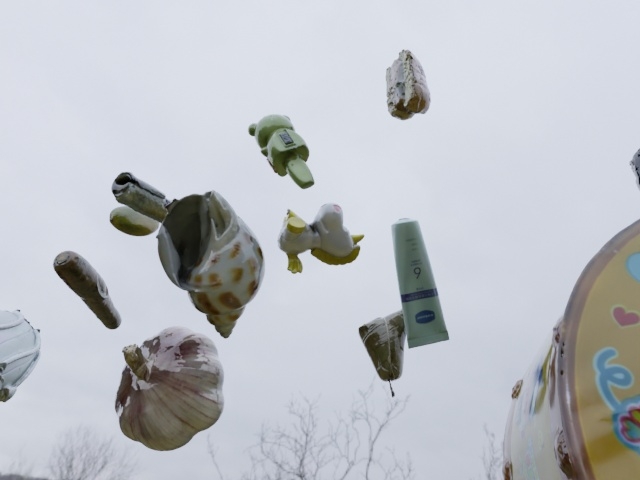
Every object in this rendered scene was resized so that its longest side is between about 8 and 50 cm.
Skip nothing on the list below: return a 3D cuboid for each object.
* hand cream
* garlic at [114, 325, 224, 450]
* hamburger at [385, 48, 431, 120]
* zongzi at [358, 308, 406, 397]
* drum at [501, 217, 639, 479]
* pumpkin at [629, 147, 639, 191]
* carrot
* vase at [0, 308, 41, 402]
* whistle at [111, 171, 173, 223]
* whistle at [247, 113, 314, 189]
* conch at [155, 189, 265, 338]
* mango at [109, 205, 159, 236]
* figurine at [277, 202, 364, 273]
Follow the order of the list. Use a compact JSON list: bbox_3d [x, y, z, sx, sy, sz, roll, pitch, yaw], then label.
[{"bbox_3d":[0.240,0.101,1.064,0.109,0.321,0.067,-10,-3,-9],"label":"hand cream"},{"bbox_3d":[-0.316,0.268,0.826,0.244,0.245,0.253,-6,-36,13],"label":"garlic"},{"bbox_3d":[0.278,-0.468,1.299,0.130,0.262,0.124,21,-37,-21],"label":"hamburger"},{"bbox_3d":[0.207,0.265,1.057,0.177,0.189,0.081,-21,-34,-9],"label":"zongzi"},{"bbox_3d":[0.362,0.183,0.295,0.430,0.432,0.214,-2,-37,8],"label":"drum"},{"bbox_3d":[0.431,-0.060,0.460,0.183,0.108,0.119,15,-32,-36],"label":"pumpkin"},{"bbox_3d":[-0.536,0.135,1.012,0.070,0.070,0.342,5,-36,-1],"label":"carrot"},{"bbox_3d":[-0.857,0.313,1.006,0.249,0.250,0.445,20,-1,-19],"label":"vase"},{"bbox_3d":[-0.334,-0.054,0.982,0.068,0.057,0.326,-53,-35,-3],"label":"whistle"},{"bbox_3d":[-0.098,-0.249,1.163,0.131,0.289,0.106,-21,-27,-20],"label":"whistle"},{"bbox_3d":[-0.195,0.051,0.799,0.182,0.275,0.149,-5,-7,-1],"label":"conch"},{"bbox_3d":[-0.724,-0.073,1.653,0.191,0.122,0.086,16,-57,-34],"label":"mango"},{"bbox_3d":[0.001,-0.008,0.848,0.177,0.130,0.109,-9,0,-14],"label":"figurine"}]
